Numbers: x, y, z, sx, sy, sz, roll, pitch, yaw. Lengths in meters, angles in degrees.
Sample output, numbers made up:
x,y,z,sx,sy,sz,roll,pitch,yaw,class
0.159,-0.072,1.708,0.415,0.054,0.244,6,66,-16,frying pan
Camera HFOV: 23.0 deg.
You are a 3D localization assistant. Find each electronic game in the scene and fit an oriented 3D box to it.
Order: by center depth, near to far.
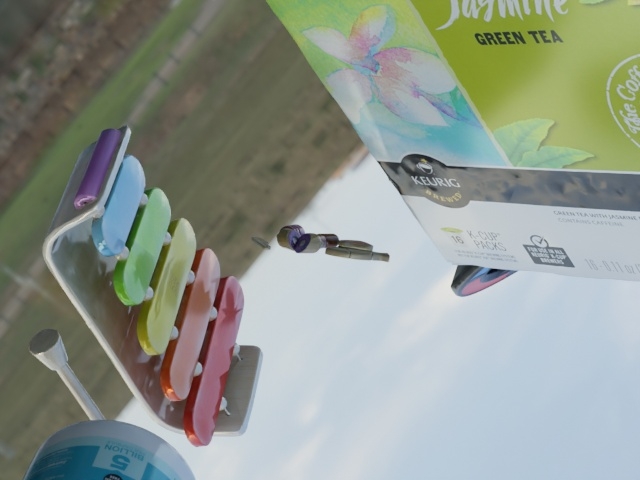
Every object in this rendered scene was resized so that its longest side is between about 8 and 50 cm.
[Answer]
x,y,z,sx,sy,sz,roll,pitch,yaw,class
0.252,-0.002,1.861,0.229,0.048,0.229,-32,168,-8,electronic game

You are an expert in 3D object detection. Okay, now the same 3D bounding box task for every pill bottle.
x,y,z,sx,sy,sz,roll,pitch,yaw,class
-0.186,0.267,1.195,0.146,0.146,0.264,-46,-165,29,pill bottle

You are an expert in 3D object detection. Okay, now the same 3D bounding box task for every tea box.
x,y,z,sx,sy,sz,roll,pitch,yaw,class
0.179,-0.153,0.990,0.329,0.323,0.220,4,-130,46,tea box

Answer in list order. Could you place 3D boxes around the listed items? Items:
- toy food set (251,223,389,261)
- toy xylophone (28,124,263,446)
x,y,z,sx,sy,sz,roll,pitch,yaw,class
0.000,0.000,1.493,0.078,0.122,0.019,-148,-115,-72,toy food set
-0.158,0.070,1.429,0.081,0.322,0.236,-12,-133,21,toy xylophone
